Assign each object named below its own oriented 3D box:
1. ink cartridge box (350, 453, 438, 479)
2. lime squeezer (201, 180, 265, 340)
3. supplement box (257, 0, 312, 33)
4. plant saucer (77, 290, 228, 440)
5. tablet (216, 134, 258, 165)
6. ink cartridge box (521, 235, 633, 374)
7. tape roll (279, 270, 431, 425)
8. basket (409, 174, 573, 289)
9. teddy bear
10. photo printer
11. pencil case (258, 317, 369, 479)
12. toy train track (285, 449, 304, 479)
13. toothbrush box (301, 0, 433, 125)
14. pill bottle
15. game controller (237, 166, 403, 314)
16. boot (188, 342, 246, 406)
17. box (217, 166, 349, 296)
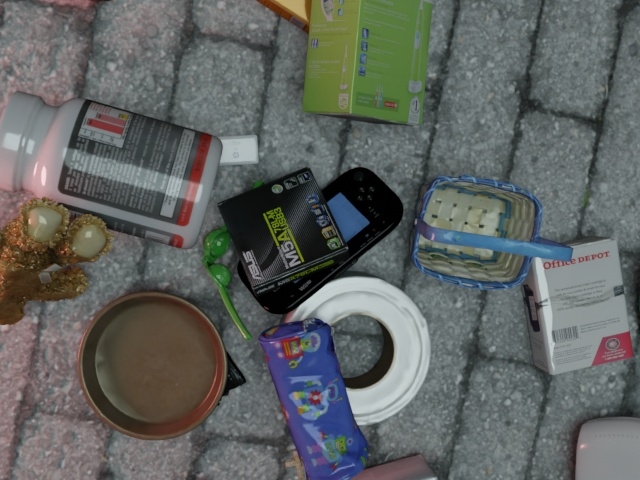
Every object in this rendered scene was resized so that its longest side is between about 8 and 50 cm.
[{"bbox_3d":[0.087,0.589,1.851,0.310,0.130,0.271,-14,99,-6],"label":"ink cartridge box"},{"bbox_3d":[-0.164,0.040,1.786,0.110,0.059,0.310,1,65,5],"label":"lime squeezer"},{"bbox_3d":[-0.080,-0.465,1.774,0.233,0.080,0.078,32,88,-11],"label":"supplement box"},{"bbox_3d":[-0.306,0.228,1.792,0.278,0.041,0.277,0,94,3],"label":"plant saucer"},{"bbox_3d":[-0.159,-0.168,1.821,0.083,0.006,0.054,-4,95,-7],"label":"tablet"},{"bbox_3d":[0.491,0.121,1.886,0.172,0.100,0.237,-11,97,-7],"label":"ink cartridge box"},{"bbox_3d":[0.060,0.201,1.834,0.286,0.100,0.286,-1,95,-8],"label":"tape roll"},{"bbox_3d":[0.290,-0.011,1.752,0.255,0.289,0.201,10,93,-8],"label":"basket"},{"bbox_3d":[-0.504,0.025,1.678,0.245,0.338,0.113,6,56,-29],"label":"teddy bear"},{"bbox_3d":[0.615,0.496,1.873,0.256,0.107,0.307,5,95,34],"label":"photo printer"},{"bbox_3d":[-0.005,0.280,1.720,0.133,0.119,0.306,-18,97,-8],"label":"pencil case"},{"bbox_3d":[-0.040,0.446,1.881,0.048,0.014,0.083,-13,97,-7],"label":"toy train track"},{"bbox_3d":[0.088,-0.355,1.735,0.206,0.122,0.283,0,98,-48],"label":"toothbrush box"},{"bbox_3d":[-0.368,-0.127,1.692,0.363,0.210,0.210,16,92,-9],"label":"pill bottle"},{"bbox_3d":[0.000,0.000,1.789,0.319,0.166,0.067,-39,134,-3],"label":"game controller"},{"bbox_3d":[-0.208,0.250,1.830,0.099,0.045,0.121,-32,96,2],"label":"boot"},{"bbox_3d":[-0.068,-0.018,1.746,0.184,0.045,0.190,-21,64,-6],"label":"box"}]
